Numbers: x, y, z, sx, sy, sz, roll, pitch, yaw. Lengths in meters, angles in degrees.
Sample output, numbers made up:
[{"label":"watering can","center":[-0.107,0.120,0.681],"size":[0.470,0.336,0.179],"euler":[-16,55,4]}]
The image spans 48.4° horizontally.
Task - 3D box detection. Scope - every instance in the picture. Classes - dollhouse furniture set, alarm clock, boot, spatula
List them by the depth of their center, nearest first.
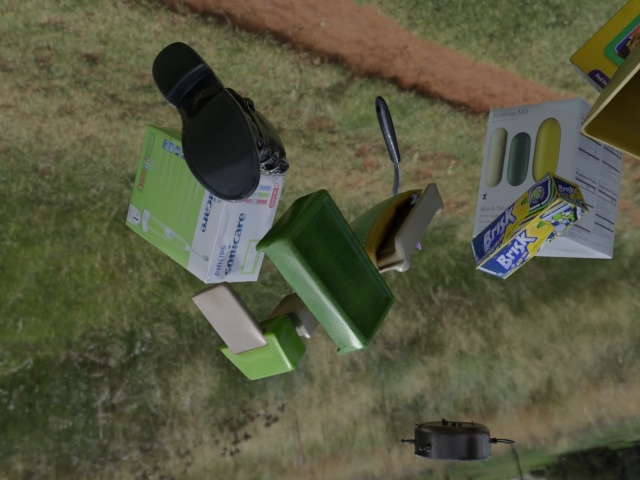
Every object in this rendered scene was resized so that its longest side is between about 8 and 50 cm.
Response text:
[{"label":"dollhouse furniture set","center":[0.000,0.000,0.863],"size":[0.198,0.151,0.301],"euler":[-22,-160,40]},{"label":"boot","center":[-0.101,-0.136,0.954],"size":[0.091,0.262,0.229],"euler":[-33,154,13]},{"label":"alarm clock","center":[0.245,0.343,1.229],"size":[0.192,0.064,0.129],"euler":[6,170,-11]},{"label":"spatula","center":[0.129,-0.116,1.254],"size":[0.030,0.084,0.296],"euler":[-23,121,-18]}]

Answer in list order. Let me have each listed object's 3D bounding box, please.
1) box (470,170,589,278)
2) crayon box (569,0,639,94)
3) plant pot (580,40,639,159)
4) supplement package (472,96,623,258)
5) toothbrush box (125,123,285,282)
[{"label":"box","center":[0.289,-0.018,1.003],"size":[0.059,0.054,0.169],"euler":[19,134,-24]},{"label":"crayon box","center":[0.720,-0.335,1.340],"size":[0.313,0.363,0.106],"euler":[-45,152,17]},{"label":"plant pot","center":[0.503,-0.218,0.922],"size":[0.212,0.187,0.212],"euler":[25,163,4]},{"label":"supplement package","center":[0.449,-0.113,1.396],"size":[0.198,0.262,0.199],"euler":[16,170,-42]},{"label":"toothbrush box","center":[-0.218,-0.072,1.296],"size":[0.122,0.206,0.283],"euler":[1,-160,-44]}]
